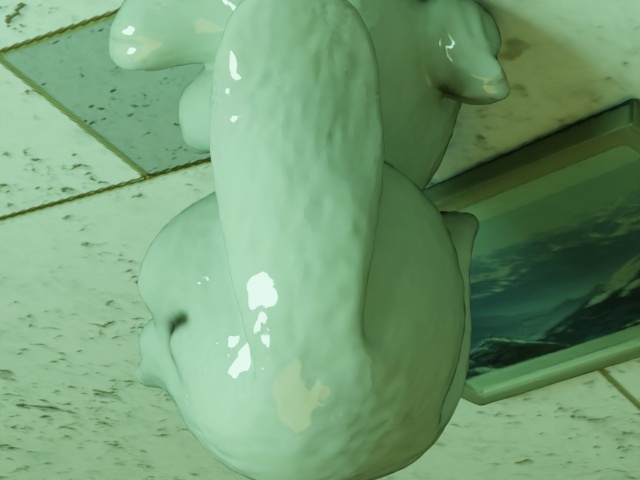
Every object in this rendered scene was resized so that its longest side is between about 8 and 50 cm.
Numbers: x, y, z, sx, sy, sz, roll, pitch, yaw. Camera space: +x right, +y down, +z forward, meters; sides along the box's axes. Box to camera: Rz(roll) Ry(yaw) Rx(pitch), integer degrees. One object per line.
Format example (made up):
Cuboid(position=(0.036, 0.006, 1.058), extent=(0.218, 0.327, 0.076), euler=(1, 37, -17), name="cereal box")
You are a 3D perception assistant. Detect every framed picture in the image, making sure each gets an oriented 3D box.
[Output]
Cuboid(position=(0.150, 0.024, 1.225), extent=(0.247, 0.022, 0.335), euler=(30, 143, -35), name="framed picture")

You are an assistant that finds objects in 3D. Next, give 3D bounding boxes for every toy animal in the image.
Cuboid(position=(0.000, 0.000, 0.972), extent=(0.206, 0.265, 0.272), euler=(-7, 146, 20), name="toy animal")
